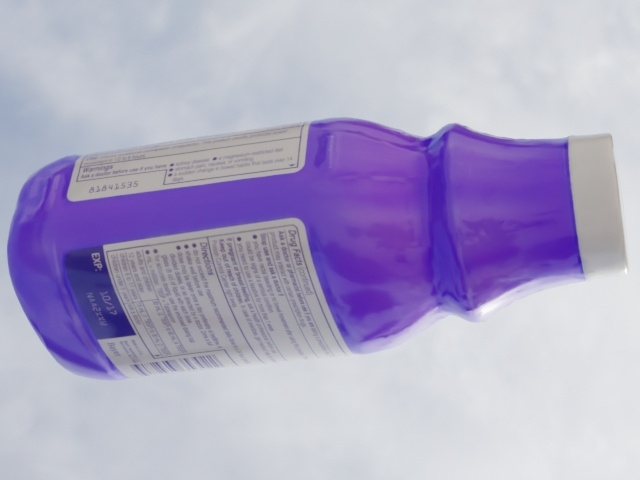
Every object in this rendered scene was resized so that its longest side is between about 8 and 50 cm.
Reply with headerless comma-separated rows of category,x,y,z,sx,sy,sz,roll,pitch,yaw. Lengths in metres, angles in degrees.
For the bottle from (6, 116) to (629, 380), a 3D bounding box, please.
bottle,0.000,0.000,0.673,0.118,0.283,0.092,68,-160,-45
